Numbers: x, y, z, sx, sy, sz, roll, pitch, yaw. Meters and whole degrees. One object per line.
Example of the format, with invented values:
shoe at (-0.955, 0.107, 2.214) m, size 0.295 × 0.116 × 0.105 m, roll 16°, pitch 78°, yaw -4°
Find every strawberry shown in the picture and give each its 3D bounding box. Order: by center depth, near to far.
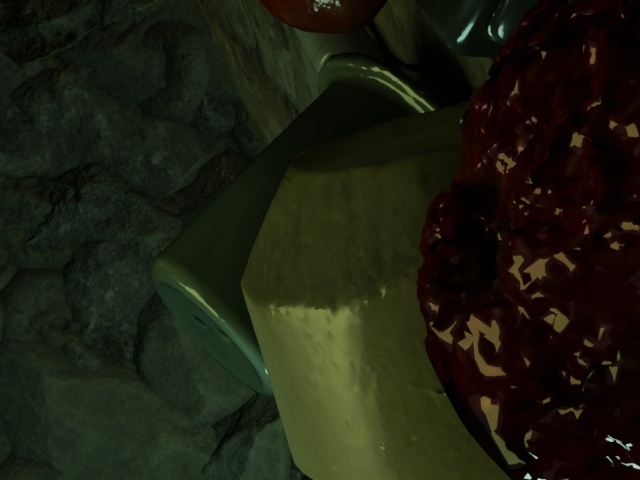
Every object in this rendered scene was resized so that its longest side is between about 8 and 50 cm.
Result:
strawberry at (0.146, -0.001, 0.485) m, size 0.274 × 0.221 × 0.274 m, roll 166°, pitch 90°, yaw -89°

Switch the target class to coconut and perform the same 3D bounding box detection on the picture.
coconut at (0.100, 0.057, 0.853) m, size 0.323 × 0.323 × 0.322 m, roll 157°, pitch 90°, yaw -83°

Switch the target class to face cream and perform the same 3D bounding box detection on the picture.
face cream at (0.029, -0.212, 1.336) m, size 0.077 × 0.077 × 0.250 m, roll 82°, pitch 163°, yaw -64°

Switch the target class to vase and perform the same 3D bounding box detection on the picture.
vase at (0.000, 0.000, 1.131) m, size 0.245 × 0.291 × 0.245 m, roll 39°, pitch 161°, yaw 16°

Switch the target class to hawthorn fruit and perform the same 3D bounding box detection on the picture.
hawthorn fruit at (0.022, -0.235, 1.093) m, size 0.165 × 0.165 × 0.285 m, roll 60°, pitch 178°, yaw 44°

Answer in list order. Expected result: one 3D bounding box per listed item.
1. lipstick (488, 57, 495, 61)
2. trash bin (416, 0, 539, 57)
lipstick at (0.091, -0.244, 0.831) m, size 0.070 × 0.070 × 0.254 m, roll 83°, pitch 163°, yaw -65°
trash bin at (0.096, -0.208, 0.640) m, size 0.236 × 0.101 × 0.176 m, roll -119°, pitch 30°, yaw -56°
